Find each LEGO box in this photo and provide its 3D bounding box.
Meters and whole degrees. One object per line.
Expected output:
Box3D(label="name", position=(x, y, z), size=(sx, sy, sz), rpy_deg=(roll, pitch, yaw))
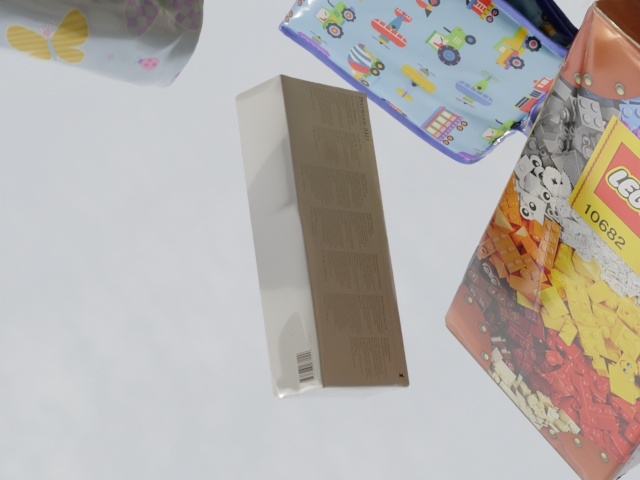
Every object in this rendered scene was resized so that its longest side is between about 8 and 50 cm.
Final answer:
Box3D(label="LEGO box", position=(0.373, -0.078, 1.031), size=(0.500, 0.372, 0.193), rpy_deg=(-29, -115, -28))

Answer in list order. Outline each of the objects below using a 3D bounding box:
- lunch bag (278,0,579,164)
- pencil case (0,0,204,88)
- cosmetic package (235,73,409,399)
Box3D(label="lunch bag", position=(0.137, -0.218, 1.459), size=(0.293, 0.221, 0.138), rpy_deg=(46, -132, 2))
Box3D(label="pencil case", position=(-0.234, -0.216, 1.165), size=(0.273, 0.113, 0.124), rpy_deg=(10, -124, -30))
Box3D(label="cosmetic package", position=(0.000, 0.000, 1.040), size=(0.099, 0.060, 0.239), rpy_deg=(6, -109, -44))
